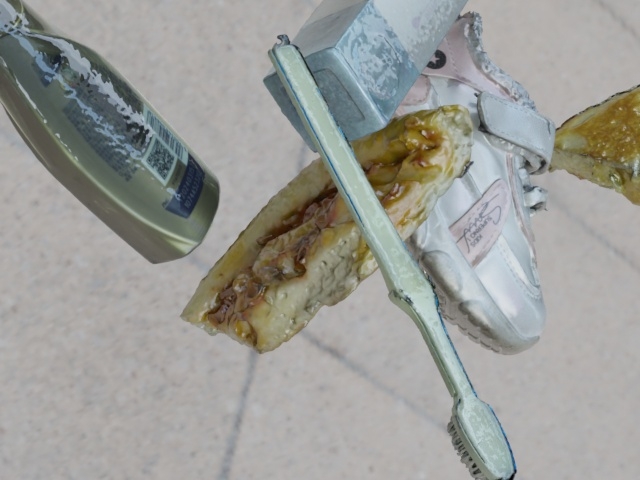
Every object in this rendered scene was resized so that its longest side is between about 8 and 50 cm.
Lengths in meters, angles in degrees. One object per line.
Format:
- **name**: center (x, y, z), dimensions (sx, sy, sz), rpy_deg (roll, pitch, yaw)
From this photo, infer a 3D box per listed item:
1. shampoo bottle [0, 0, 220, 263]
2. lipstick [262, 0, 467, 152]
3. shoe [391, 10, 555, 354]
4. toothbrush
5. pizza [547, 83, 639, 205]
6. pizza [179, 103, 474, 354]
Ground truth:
- **shampoo bottle**: center (-0.226, -0.121, 1.373), dimensions (0.350, 0.084, 0.125), rpy_deg (47, 45, -37)
- **lipstick**: center (0.063, -0.184, 1.054), dimensions (0.066, 0.068, 0.317), rpy_deg (53, 43, -21)
- **shoe**: center (0.147, -0.064, 1.467), dimensions (0.351, 0.198, 0.172), rpy_deg (59, -3, 2)
- **toothbrush**: center (0.037, 0.006, 0.845), dimensions (0.026, 0.028, 0.294), rpy_deg (-16, 73, -31)
- **pizza**: center (0.435, -0.120, 1.809), dimensions (0.223, 0.323, 0.089), rpy_deg (-125, -165, -52)
- **pizza**: center (-0.002, -0.002, 1.019), dimensions (0.056, 0.271, 0.134), rpy_deg (39, 43, -23)
